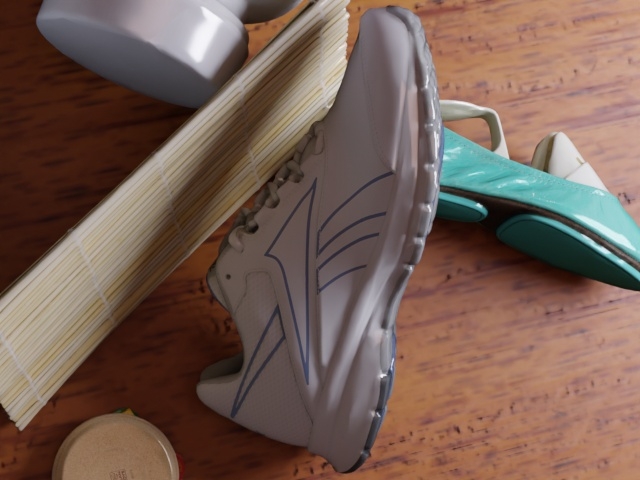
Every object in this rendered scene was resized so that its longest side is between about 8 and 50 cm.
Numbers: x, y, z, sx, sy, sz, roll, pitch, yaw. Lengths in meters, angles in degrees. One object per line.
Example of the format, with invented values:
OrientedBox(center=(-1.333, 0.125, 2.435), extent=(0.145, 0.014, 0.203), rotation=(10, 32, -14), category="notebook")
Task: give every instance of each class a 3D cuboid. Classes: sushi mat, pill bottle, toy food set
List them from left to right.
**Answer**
OrientedBox(center=(-0.128, 0.150, 0.981), extent=(0.083, 0.020, 0.083), rotation=(-31, 92, -15), category="toy food set")
OrientedBox(center=(-0.089, -0.020, 0.945), extent=(0.019, 0.151, 0.316), rotation=(40, 76, 19), category="sushi mat")
OrientedBox(center=(-0.060, -0.241, 0.960), extent=(0.169, 0.169, 0.301), rotation=(24, 80, -11), category="pill bottle")

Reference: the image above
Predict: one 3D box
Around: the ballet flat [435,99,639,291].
OrientedBox(center=(0.125, -0.042, 1.034), extent=(0.247, 0.083, 0.087), rotation=(19, 76, -12), category="ballet flat")

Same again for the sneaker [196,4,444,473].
OrientedBox(center=(0.000, 0.000, 0.943), extent=(0.129, 0.111, 0.297), rotation=(13, 106, 1), category="sneaker")
